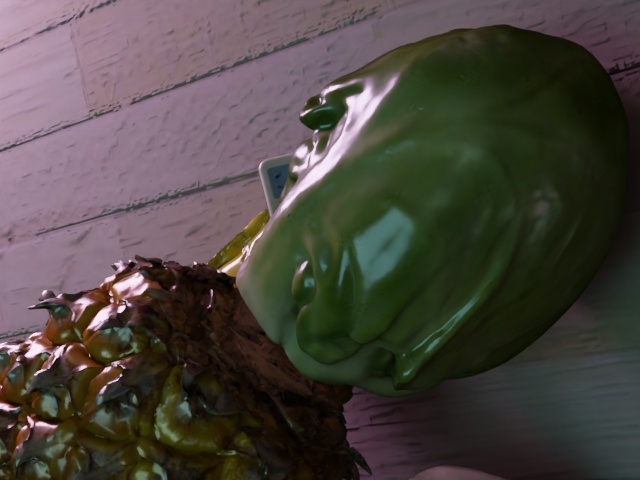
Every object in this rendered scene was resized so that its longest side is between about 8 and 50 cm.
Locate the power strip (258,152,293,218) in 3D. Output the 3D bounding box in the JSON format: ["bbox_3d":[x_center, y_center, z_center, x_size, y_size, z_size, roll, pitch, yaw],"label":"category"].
[{"bbox_3d":[0.000,0.000,1.445,0.035,0.081,0.192,86,171,-67],"label":"power strip"}]

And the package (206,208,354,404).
[{"bbox_3d":[-0.029,0.077,1.499,0.168,0.090,0.226,-45,66,22],"label":"package"}]

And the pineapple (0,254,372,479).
[{"bbox_3d":[-0.140,0.189,1.347,0.300,0.352,0.352,-44,66,14],"label":"pineapple"}]

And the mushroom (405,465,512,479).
[{"bbox_3d":[0.110,0.302,1.348,0.234,0.253,0.260,-111,32,-66],"label":"mushroom"}]

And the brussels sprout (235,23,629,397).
[{"bbox_3d":[0.096,-0.031,1.225,0.247,0.328,0.328,55,132,33],"label":"brussels sprout"}]
